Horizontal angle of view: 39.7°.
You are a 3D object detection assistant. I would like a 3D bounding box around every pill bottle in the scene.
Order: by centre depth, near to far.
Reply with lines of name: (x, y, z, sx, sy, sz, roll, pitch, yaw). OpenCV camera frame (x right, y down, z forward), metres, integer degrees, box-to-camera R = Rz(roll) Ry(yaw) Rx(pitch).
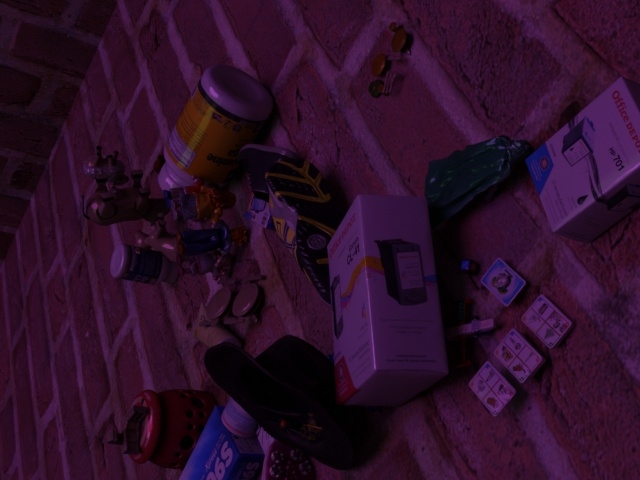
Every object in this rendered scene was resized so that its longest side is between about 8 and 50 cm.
pill bottle: (-0.141, 0.330, 1.872, 0.160, 0.087, 0.087, -62, 35, 21)
pill bottle: (-0.270, -0.250, 2.190, 0.334, 0.188, 0.188, -55, 39, 31)
pill bottle: (-0.472, 0.069, 2.395, 0.094, 0.169, 0.094, -27, 57, 51)

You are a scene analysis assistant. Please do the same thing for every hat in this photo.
hat: (-0.043, 0.264, 1.609, 0.134, 0.331, 0.331, -50, 23, -26)

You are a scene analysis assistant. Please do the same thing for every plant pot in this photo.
plant pot: (-0.356, 0.439, 2.084, 0.191, 0.174, 0.191, -31, 52, 50)

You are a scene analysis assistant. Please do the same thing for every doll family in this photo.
doll family: (-0.262, -0.032, 2.101, 0.118, 0.163, 0.262, 174, 86, -67)

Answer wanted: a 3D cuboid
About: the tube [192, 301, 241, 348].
tube: (-0.260, 0.224, 2.124, 0.070, 0.062, 0.240, -37, 25, -13)

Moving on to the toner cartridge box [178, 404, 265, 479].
toner cartridge box: (-0.243, 0.551, 1.957, 0.347, 0.075, 0.165, -63, 34, 20)

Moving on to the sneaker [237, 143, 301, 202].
sneaker: (-0.145, -0.152, 2.032, 0.222, 0.083, 0.118, 6, 65, 56)

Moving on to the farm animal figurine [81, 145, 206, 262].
farm animal figurine: (-0.474, -0.081, 2.366, 0.172, 0.327, 0.330, 111, 158, -46)

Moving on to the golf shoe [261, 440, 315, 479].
golf shoe: (-0.070, 0.533, 1.672, 0.140, 0.115, 0.306, -50, 40, 40)

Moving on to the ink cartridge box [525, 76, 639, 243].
ink cartridge box: (0.393, -0.109, 1.227, 0.190, 0.082, 0.139, -47, 43, 40)

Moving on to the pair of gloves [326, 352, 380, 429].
pair of gloves: (0.060, 0.262, 1.651, 0.198, 0.023, 0.159, -48, 44, 43)

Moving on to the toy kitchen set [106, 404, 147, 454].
toy kitchen set: (-0.431, 0.421, 1.974, 0.075, 0.068, 0.083, -50, 40, 35)

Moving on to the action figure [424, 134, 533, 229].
action figure: (0.257, -0.109, 1.450, 0.232, 0.064, 0.137, -31, 52, 53)

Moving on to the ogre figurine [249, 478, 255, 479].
ogre figurine: (-0.129, 0.572, 1.759, 0.197, 0.097, 0.118, 55, 153, -7)

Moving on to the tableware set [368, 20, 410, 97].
tableware set: (0.139, -0.360, 1.763, 0.104, 0.024, 0.154, 17, 94, 61)

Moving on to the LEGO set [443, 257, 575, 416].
LEGO set: (0.270, 0.134, 1.380, 0.182, 0.060, 0.244, -54, 39, 12)

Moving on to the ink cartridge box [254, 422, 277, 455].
ink cartridge box: (-0.069, 0.327, 1.786, 0.207, 0.046, 0.097, -68, 27, 17)

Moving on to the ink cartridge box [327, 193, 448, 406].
ink cartridge box: (0.103, 0.106, 1.490, 0.226, 0.131, 0.306, 120, 148, -61)

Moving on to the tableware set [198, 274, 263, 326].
tableware set: (-0.197, 0.150, 2.064, 0.194, 0.039, 0.128, -10, 51, 49)

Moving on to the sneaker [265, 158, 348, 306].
sneaker: (0.000, 0.000, 1.772, 0.147, 0.145, 0.384, 91, 161, -46)

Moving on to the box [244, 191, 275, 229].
box: (-0.129, -0.076, 2.059, 0.136, 0.028, 0.081, 28, 101, 58)
